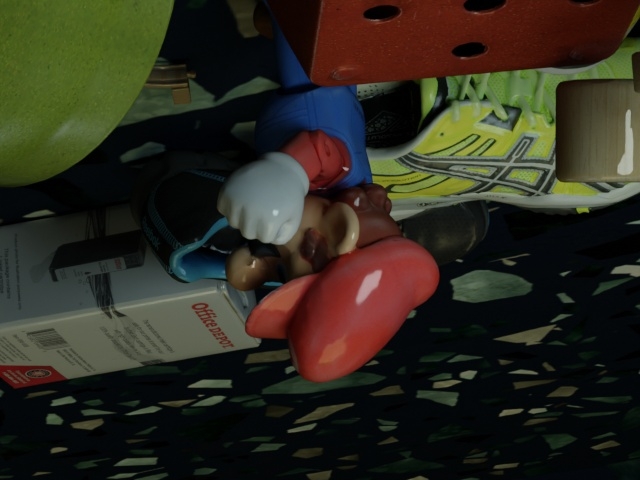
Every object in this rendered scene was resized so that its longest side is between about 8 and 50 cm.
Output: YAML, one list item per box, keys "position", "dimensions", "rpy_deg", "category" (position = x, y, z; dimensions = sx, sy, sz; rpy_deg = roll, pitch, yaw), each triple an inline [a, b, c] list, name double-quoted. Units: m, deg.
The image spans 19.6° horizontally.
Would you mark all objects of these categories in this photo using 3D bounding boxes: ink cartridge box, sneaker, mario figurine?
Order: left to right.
- position: [-0.213, 0.053, 1.871]
  dimensions: [0.273, 0.114, 0.197]
  rpy_deg: [-9, 160, 7]
  category: "ink cartridge box"
- position: [-0.030, -0.050, 1.351]
  dimensions: [0.198, 0.320, 0.170]
  rpy_deg: [10, 153, -40]
  category: "mario figurine"
- position: [0.000, 0.000, 1.706]
  dimensions: [0.340, 0.140, 0.125]
  rpy_deg: [0, 120, -16]
  category: "sneaker"
- position: [0.151, -0.099, 1.556]
  dimensions: [0.384, 0.145, 0.147]
  rpy_deg: [-13, 160, 9]
  category: "sneaker"

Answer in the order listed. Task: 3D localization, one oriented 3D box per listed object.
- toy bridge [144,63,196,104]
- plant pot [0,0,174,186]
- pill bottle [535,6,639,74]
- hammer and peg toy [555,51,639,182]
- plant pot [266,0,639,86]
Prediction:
- position: [-0.195, -0.125, 1.517]
  dimensions: [0.188, 0.026, 0.063]
  rpy_deg: [-8, 159, -2]
  category: "toy bridge"
- position: [-0.270, -0.165, 0.925]
  dimensions: [0.366, 0.366, 0.353]
  rpy_deg: [-22, 162, 34]
  category: "plant pot"
- position: [0.189, -0.211, 1.293]
  dimensions: [0.119, 0.119, 0.208]
  rpy_deg: [-4, 160, -12]
  category: "pill bottle"
- position: [0.302, -0.103, 0.973]
  dimensions: [0.266, 0.127, 0.361]
  rpy_deg: [-8, -176, -36]
  category: "hammer and peg toy"
- position: [0.074, -0.231, 1.020]
  dimensions: [0.267, 0.236, 0.267]
  rpy_deg: [-6, 161, -6]
  category: "plant pot"
